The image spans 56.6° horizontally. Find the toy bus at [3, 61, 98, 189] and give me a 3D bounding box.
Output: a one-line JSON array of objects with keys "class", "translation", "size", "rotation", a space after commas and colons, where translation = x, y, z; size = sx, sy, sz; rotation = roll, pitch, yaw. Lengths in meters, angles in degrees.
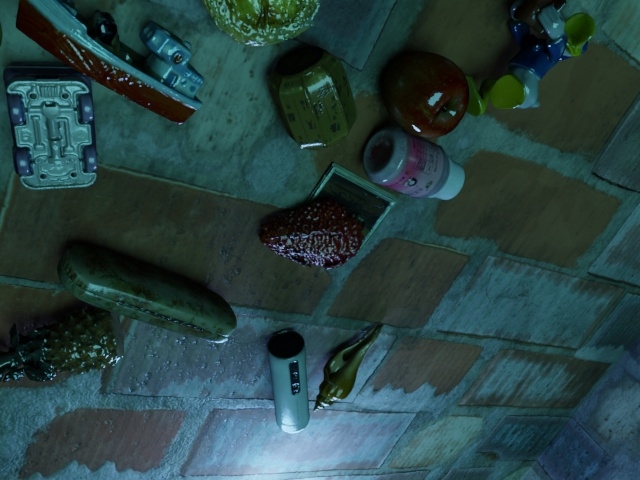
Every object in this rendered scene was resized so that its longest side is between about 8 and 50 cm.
[{"class": "toy bus", "translation": [-0.464, -0.200, 1.036], "size": [0.142, 0.142, 0.202], "rotation": [-7, 125, -24]}]

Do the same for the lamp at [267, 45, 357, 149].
[{"class": "lamp", "translation": [-0.014, -0.286, 1.211], "size": [0.161, 0.161, 0.185], "rotation": [-31, 131, -5]}]

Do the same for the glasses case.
[{"class": "glasses case", "translation": [-0.368, 0.123, 1.316], "size": [0.425, 0.156, 0.098], "rotation": [27, 106, -39]}]

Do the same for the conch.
[{"class": "conch", "translation": [0.079, 0.379, 1.797], "size": [0.330, 0.109, 0.093], "rotation": [-53, 173, -12]}]

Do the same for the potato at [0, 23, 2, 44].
[{"class": "potato", "translation": [-0.610, -0.347, 0.873], "size": [0.272, 0.111, 0.160], "rotation": [13, 109, -19]}]

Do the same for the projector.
[{"class": "projector", "translation": [-0.089, 0.412, 1.713], "size": [0.108, 0.108, 0.337], "rotation": [-16, 130, -17]}]

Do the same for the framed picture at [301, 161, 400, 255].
[{"class": "framed picture", "translation": [0.067, -0.070, 1.504], "size": [0.252, 0.014, 0.197], "rotation": [23, 111, -38]}]

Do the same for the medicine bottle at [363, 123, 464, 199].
[{"class": "medicine bottle", "translation": [0.229, -0.176, 1.427], "size": [0.247, 0.147, 0.147], "rotation": [16, 114, -35]}]

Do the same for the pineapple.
[{"class": "pineapple", "translation": [-0.599, 0.233, 1.298], "size": [0.310, 0.141, 0.170], "rotation": [-13, 133, -11]}]

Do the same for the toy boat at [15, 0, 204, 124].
[{"class": "toy boat", "translation": [-0.340, -0.333, 1.002], "size": [0.332, 0.145, 0.133], "rotation": [25, 109, -45]}]

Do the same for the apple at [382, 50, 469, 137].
[{"class": "apple", "translation": [0.231, -0.319, 1.306], "size": [0.181, 0.168, 0.181], "rotation": [-17, 129, -22]}]

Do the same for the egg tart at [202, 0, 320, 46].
[{"class": "egg tart", "translation": [-0.107, -0.474, 1.064], "size": [0.232, 0.098, 0.252], "rotation": [-40, 129, 12]}]

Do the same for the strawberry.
[{"class": "strawberry", "translation": [0.000, 0.000, 1.439], "size": [0.286, 0.106, 0.188], "rotation": [-5, 124, -24]}]

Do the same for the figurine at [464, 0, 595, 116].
[{"class": "figurine", "translation": [0.503, -0.457, 1.389], "size": [0.338, 0.204, 0.283], "rotation": [-23, 125, -28]}]
